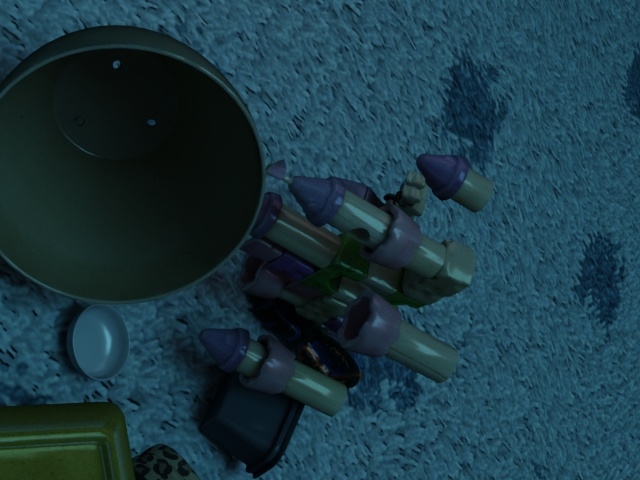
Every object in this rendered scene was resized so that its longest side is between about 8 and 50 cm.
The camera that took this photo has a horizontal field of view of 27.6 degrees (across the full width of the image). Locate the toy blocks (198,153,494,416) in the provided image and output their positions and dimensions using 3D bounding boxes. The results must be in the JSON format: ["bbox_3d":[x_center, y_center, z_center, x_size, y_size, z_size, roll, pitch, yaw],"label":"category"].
[{"bbox_3d":[0.000,0.000,1.454,0.260,0.288,0.309,28,61,-21],"label":"toy blocks"}]

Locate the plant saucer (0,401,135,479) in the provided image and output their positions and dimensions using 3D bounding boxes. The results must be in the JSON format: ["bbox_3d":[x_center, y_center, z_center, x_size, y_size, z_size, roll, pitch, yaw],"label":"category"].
[{"bbox_3d":[-0.281,0.289,1.125,0.332,0.081,0.333,2,63,-34],"label":"plant saucer"}]

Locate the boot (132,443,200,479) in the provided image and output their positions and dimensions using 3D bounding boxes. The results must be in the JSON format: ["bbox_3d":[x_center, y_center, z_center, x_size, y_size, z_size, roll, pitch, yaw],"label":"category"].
[{"bbox_3d":[-0.199,0.413,1.316,0.284,0.138,0.377,-26,96,-51],"label":"boot"}]

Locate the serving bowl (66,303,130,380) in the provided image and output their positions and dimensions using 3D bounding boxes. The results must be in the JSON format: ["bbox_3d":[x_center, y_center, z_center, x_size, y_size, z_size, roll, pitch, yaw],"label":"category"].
[{"bbox_3d":[-0.244,0.110,1.401,0.083,0.027,0.083,15,71,-50],"label":"serving bowl"}]

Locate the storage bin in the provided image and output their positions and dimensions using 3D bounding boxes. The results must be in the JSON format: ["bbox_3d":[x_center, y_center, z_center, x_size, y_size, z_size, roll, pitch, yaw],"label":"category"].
[{"bbox_3d":[-0.081,0.201,1.557,0.091,0.098,0.135,34,53,-11],"label":"storage bin"}]

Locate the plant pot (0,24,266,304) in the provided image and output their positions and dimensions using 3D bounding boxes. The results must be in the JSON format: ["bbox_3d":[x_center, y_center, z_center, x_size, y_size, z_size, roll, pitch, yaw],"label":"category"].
[{"bbox_3d":[-0.206,-0.104,1.333,0.284,0.284,0.191,55,10,-31],"label":"plant pot"}]

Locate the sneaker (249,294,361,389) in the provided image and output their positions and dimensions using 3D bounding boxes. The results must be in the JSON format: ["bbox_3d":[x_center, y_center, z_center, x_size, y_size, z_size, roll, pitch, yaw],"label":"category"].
[{"bbox_3d":[-0.023,0.092,1.666,0.221,0.083,0.087,61,15,-17],"label":"sneaker"}]
